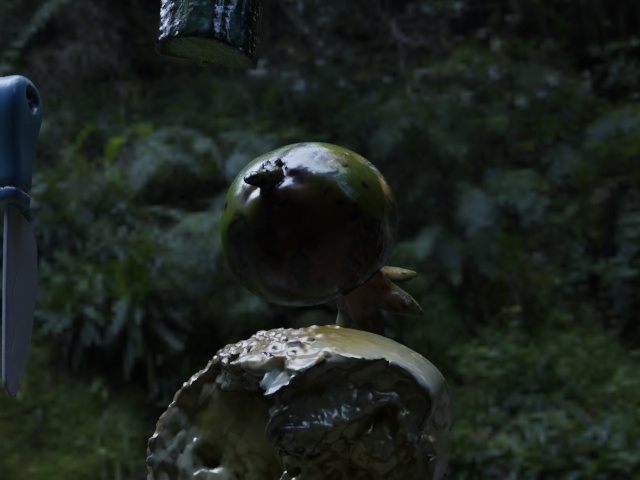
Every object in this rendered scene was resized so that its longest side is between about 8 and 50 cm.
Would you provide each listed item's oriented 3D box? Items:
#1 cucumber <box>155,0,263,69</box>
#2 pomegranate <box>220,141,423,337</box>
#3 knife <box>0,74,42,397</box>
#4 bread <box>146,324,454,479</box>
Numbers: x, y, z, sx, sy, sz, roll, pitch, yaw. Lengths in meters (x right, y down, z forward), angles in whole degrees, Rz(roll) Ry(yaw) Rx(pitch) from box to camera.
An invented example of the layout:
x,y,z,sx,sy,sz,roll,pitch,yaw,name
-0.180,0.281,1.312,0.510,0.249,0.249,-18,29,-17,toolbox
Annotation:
x,y,z,sx,sy,sz,roll,pitch,yaw,name
-0.123,-0.248,1.640,0.116,0.115,0.062,2,-27,5,cucumber
0.004,0.012,1.311,0.156,0.220,0.156,-27,18,9,pomegranate
-0.221,-0.004,1.102,0.032,0.244,0.058,-7,-14,10,knife
-0.018,0.160,0.868,0.171,0.314,0.192,24,29,13,bread
